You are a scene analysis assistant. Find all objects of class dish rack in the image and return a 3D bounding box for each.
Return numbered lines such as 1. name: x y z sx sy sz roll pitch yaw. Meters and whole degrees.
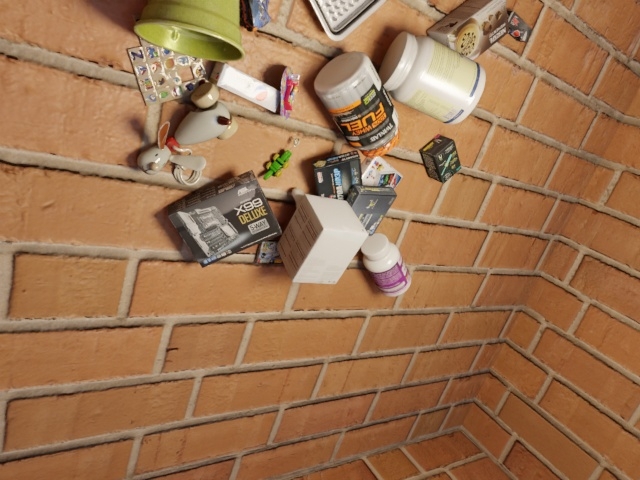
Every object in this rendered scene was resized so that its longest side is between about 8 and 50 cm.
1. dish rack: 0.053 -0.831 1.403 0.285 0.072 0.333 -44 132 -7

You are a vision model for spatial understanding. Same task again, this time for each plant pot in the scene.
1. plant pot: -0.312 -0.627 1.155 0.276 0.276 0.253 5 99 -37

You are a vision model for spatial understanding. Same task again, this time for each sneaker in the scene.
1. sneaker: -0.191 -0.722 1.304 0.087 0.083 0.221 -30 136 -35
2. sneaker: -0.050 -0.108 1.752 0.095 0.090 0.235 -39 131 3

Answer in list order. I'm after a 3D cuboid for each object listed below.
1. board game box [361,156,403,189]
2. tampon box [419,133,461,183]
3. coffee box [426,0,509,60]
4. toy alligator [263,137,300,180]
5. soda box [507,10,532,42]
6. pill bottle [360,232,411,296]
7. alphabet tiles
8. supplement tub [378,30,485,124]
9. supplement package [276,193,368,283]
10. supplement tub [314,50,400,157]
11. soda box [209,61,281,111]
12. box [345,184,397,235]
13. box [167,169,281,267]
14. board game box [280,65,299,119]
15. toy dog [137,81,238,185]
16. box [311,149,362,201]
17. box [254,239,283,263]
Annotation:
1. board game box: 0.192 -0.190 1.888 0.193 0.053 0.305 30 97 -41
2. tampon box: 0.526 -0.357 1.991 0.120 0.101 0.161 -40 131 -10
3. coffee box: 0.570 -0.802 1.747 0.297 0.119 0.168 -39 133 -9
4. toy alligator: -0.134 -0.283 1.612 0.189 0.056 0.051 -50 174 -2
5. soda box: 0.819 -0.898 1.911 0.169 0.053 0.060 12 108 -38
6. pill bottle: 0.292 0.108 2.056 0.169 0.169 0.301 -41 132 -8
7. alphabet tiles: -0.434 -0.522 1.287 0.198 0.009 0.237 -24 127 -22
8. supplement tub: 0.392 -0.580 1.629 0.325 0.235 0.235 19 105 -17
9. supplement package: 0.000 0.000 1.682 0.199 0.198 0.262 6 129 -34
10. supplement tub: 0.141 -0.463 1.590 0.207 0.207 0.338 -46 132 -4
11. soda box: -0.229 -0.476 1.412 0.216 0.074 0.069 16 106 -40
12. box: 0.171 -0.113 1.795 0.184 0.059 0.232 0 136 -30
13. box: -0.317 -0.070 1.537 0.308 0.076 0.242 -23 129 -2
14. board game box: -0.094 -0.475 1.477 0.033 0.133 0.168 9 119 10
15. toy dog: -0.376 -0.301 1.348 0.220 0.161 0.333 26 101 -41
16. box: 0.068 -0.225 1.711 0.175 0.051 0.220 -14 142 -3
17. box: -0.183 0.045 1.782 0.137 0.027 0.093 3 113 -36
